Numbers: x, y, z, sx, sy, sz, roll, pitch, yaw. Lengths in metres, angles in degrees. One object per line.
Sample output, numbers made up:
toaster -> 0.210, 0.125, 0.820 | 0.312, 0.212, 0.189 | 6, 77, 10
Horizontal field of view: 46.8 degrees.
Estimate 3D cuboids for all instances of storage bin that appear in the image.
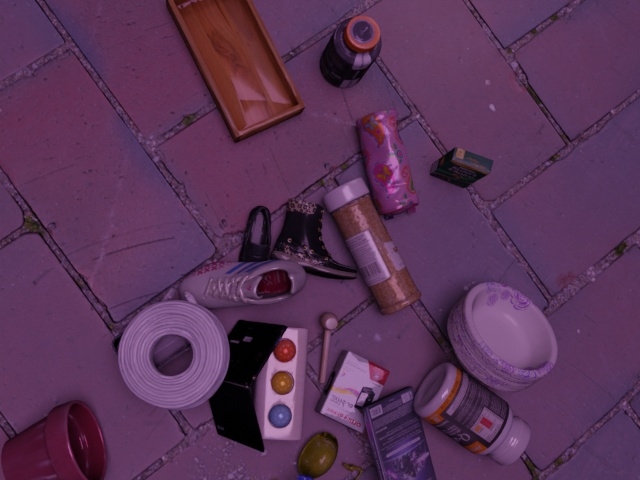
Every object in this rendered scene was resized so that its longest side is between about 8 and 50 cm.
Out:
storage bin -> -0.409, 0.249, 1.820 | 0.180, 0.084, 0.122 | -33, 91, -12

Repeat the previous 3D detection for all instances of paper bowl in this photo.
paper bowl -> 0.459, 0.260, 1.924 | 0.284, 0.148, 0.284 | 16, 48, -19

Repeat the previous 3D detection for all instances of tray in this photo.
tray -> -0.225, -0.487, 1.954 | 0.202, 0.076, 0.411 | -26, 88, -13

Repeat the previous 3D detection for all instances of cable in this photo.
cable -> -0.340, 0.266, 1.727 | 0.257, 0.089, 0.257 | 43, 80, 5

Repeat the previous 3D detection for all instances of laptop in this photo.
laptop -> -0.169, 0.341, 1.790 | 0.136, 0.234, 0.264 | 44, 65, -26

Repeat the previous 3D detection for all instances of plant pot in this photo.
plant pot -> -0.618, 0.492, 1.705 | 0.180, 0.201, 0.201 | -20, 87, 3

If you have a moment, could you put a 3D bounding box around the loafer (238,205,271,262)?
loafer -> -0.167, 0.020, 1.898 | 0.076, 0.078, 0.223 | 8, 83, -10

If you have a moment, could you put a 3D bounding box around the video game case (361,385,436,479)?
video game case -> 0.205, 0.531, 1.885 | 0.196, 0.026, 0.274 | -10, 85, -47

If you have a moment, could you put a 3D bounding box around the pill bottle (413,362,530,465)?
pill bottle -> 0.393, 0.453, 1.913 | 0.278, 0.162, 0.162 | 36, 78, -7

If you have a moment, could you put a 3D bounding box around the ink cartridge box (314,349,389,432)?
ink cartridge box -> 0.082, 0.389, 1.906 | 0.127, 0.072, 0.175 | 27, 78, -8

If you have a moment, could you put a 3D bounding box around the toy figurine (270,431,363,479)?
toy figurine -> -0.033, 0.655, 1.777 | 0.191, 0.217, 0.362 | 44, 78, -3

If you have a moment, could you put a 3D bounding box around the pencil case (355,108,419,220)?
pencil case -> 0.180, -0.204, 1.979 | 0.124, 0.124, 0.284 | -14, 86, -13

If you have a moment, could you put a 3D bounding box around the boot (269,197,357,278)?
boot -> -0.001, -0.001, 1.934 | 0.236, 0.085, 0.179 | 15, 77, -10

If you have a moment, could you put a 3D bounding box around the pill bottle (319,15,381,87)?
pill bottle -> 0.082, -0.496, 1.926 | 0.130, 0.245, 0.130 | 1, 83, -11

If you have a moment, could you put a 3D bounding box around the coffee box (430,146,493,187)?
coffee box -> 0.374, -0.193, 1.979 | 0.113, 0.184, 0.040 | 20, 79, -8

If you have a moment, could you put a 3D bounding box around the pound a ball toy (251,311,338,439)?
pound a ball toy -> -0.062, 0.332, 1.853 | 0.208, 0.136, 0.319 | 6, 83, -10

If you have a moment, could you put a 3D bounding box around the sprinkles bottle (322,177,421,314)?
sprinkles bottle -> 0.134, 0.016, 1.939 | 0.121, 0.121, 0.355 | -27, 89, -13

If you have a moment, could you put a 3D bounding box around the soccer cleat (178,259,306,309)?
soccer cleat -> -0.200, 0.107, 1.807 | 0.331, 0.143, 0.116 | -10, 99, 8
